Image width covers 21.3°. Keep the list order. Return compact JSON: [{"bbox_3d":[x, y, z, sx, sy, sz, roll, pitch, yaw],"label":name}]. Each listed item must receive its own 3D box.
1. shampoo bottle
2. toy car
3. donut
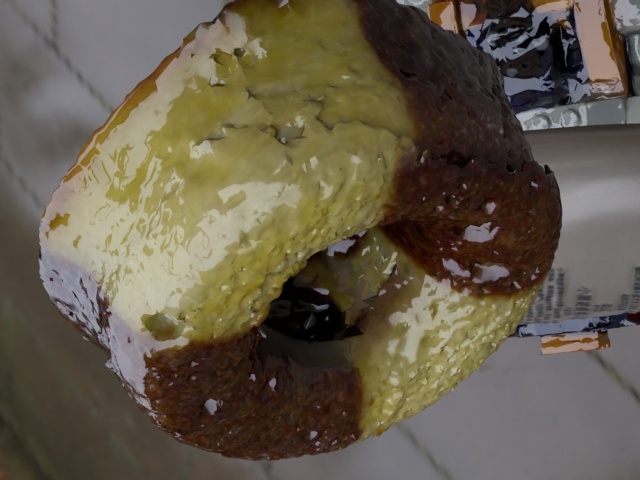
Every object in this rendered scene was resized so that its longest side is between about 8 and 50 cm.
[{"bbox_3d":[0.093,-0.005,0.717,0.127,0.256,0.078,82,-175,-67],"label":"shampoo bottle"},{"bbox_3d":[0.141,-0.084,1.011,0.193,0.118,0.301,-7,85,32],"label":"toy car"},{"bbox_3d":[0.000,0.000,0.440,0.059,0.140,0.140,56,153,36],"label":"donut"}]
